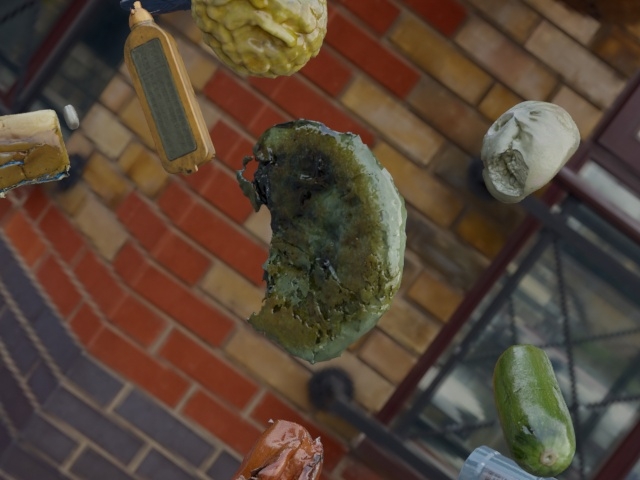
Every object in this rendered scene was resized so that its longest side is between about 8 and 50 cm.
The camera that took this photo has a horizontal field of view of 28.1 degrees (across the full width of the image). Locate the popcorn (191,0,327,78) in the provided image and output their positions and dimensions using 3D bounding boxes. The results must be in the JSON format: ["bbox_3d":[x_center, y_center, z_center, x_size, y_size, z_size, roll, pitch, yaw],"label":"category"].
[{"bbox_3d":[-0.072,-0.284,1.535,0.180,0.170,0.180,23,12,-5],"label":"popcorn"}]

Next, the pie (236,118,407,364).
[{"bbox_3d":[0.000,0.000,1.915,0.296,0.371,0.078,-6,-1,37],"label":"pie"}]

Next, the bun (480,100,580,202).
[{"bbox_3d":[0.339,-0.153,2.158,0.128,0.178,0.193,47,38,-7],"label":"bun"}]

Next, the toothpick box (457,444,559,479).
[{"bbox_3d":[0.302,0.397,2.001,0.153,0.101,0.101,21,-6,35],"label":"toothpick box"}]

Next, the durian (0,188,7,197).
[{"bbox_3d":[-0.410,-0.046,1.393,0.140,0.078,0.224,0,25,-16],"label":"durian"}]

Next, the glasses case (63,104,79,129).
[{"bbox_3d":[-0.409,-0.202,2.099,0.083,0.021,0.032,158,-87,-80],"label":"glasses case"}]

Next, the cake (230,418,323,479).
[{"bbox_3d":[-0.050,0.288,1.371,0.098,0.135,0.287,21,-28,7],"label":"cake"}]

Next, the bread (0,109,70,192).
[{"bbox_3d":[-0.291,-0.081,1.196,0.053,0.106,0.072,-128,-153,-61],"label":"bread"}]

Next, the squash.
[{"bbox_3d":[0.205,0.162,1.249,0.069,0.069,0.239,36,15,-9],"label":"squash"}]

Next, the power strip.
[{"bbox_3d":[-0.148,-0.145,1.223,0.178,0.049,0.028,70,18,6],"label":"power strip"}]

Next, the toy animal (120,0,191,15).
[{"bbox_3d":[-0.211,-0.421,2.162,0.239,0.255,0.176,-5,61,-50],"label":"toy animal"}]
